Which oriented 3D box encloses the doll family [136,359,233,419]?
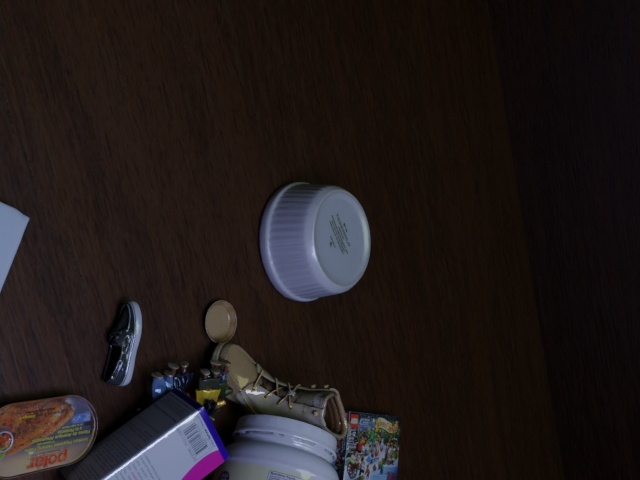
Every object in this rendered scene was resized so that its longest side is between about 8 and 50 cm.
[{"bbox_3d":[-0.234,0.278,1.235,0.192,0.076,0.112,4,105,-29],"label":"doll family"}]

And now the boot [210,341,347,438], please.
[{"bbox_3d":[-0.076,0.291,1.342,0.262,0.203,0.095,62,40,-30],"label":"boot"}]

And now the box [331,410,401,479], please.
[{"bbox_3d":[0.113,0.500,1.698,0.233,0.044,0.159,22,70,-49],"label":"box"}]

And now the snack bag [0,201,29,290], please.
[{"bbox_3d":[-0.568,0.043,0.876,0.342,0.037,0.323,36,59,-45],"label":"snack bag"}]

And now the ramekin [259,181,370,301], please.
[{"bbox_3d":[0.000,0.000,1.534,0.272,0.127,0.273,7,82,-51],"label":"ramekin"}]

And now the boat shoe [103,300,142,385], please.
[{"bbox_3d":[-0.329,0.170,1.160,0.040,0.049,0.142,15,77,-50],"label":"boat shoe"}]

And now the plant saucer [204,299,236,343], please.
[{"bbox_3d":[-0.197,0.158,1.357,0.083,0.015,0.084,7,81,-51],"label":"plant saucer"}]

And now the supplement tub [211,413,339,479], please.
[{"bbox_3d":[-0.095,0.504,1.263,0.235,0.235,0.325,43,48,-41],"label":"supplement tub"}]

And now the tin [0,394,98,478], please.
[{"bbox_3d":[-0.422,0.288,1.040,0.189,0.040,0.106,5,79,-52],"label":"tin"}]

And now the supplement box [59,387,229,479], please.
[{"bbox_3d":[-0.276,0.354,1.108,0.220,0.113,0.111,-33,114,-28],"label":"supplement box"}]
